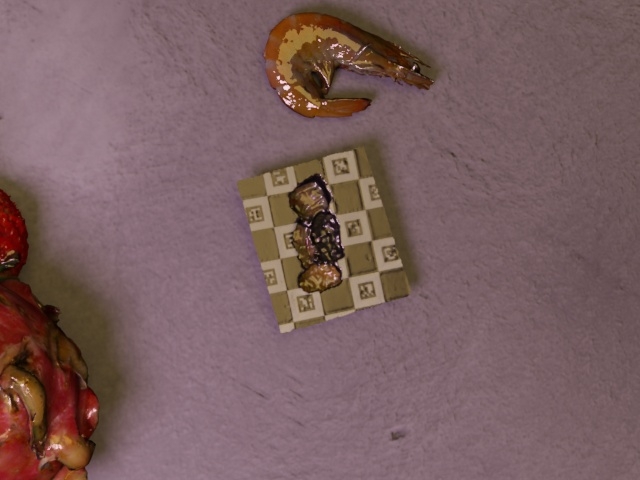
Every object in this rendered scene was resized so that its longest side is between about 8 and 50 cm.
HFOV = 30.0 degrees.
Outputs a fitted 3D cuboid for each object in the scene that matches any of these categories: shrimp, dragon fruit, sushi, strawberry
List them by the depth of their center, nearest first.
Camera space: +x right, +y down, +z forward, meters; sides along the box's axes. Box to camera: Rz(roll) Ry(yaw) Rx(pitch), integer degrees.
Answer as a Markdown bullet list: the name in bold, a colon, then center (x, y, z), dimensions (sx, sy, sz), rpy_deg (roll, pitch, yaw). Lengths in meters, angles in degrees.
- **dragon fruit**: center (-0.380, 0.191, 1.363), dimensions (0.250, 0.269, 0.291), rpy_deg (-38, 111, 1)
- **strawberry**: center (-0.429, -0.005, 1.478), dimensions (0.131, 0.148, 0.131), rpy_deg (-9, 118, -18)
- **sushi**: center (0.000, 0.000, 1.627), dimensions (0.192, 0.050, 0.215), rpy_deg (-16, 88, -16)
- **shrimp**: center (0.040, -0.242, 1.689), dimensions (0.248, 0.068, 0.150), rpy_deg (6, 89, -10)
